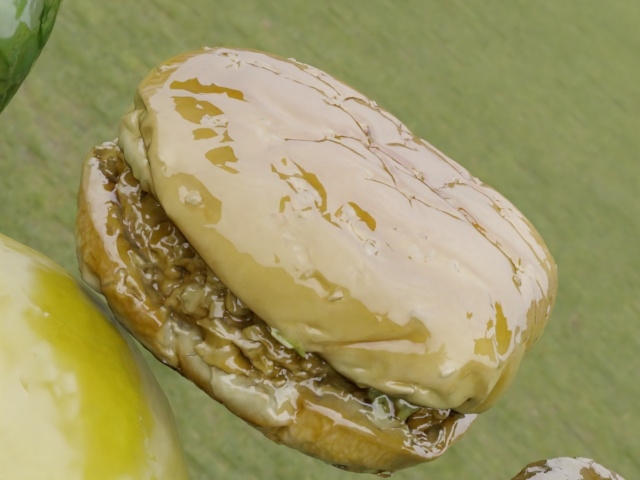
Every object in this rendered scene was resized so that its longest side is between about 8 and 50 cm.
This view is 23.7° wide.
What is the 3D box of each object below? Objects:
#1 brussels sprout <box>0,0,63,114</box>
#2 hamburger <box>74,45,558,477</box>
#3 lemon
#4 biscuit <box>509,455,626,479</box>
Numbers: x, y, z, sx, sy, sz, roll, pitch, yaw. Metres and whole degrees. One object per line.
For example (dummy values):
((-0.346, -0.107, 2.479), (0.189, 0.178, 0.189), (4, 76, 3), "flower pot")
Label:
((-0.169, -0.088, 0.577), (0.131, 0.183, 0.145), (21, 53, -36), "brussels sprout")
((0.000, 0.000, 0.945), (0.318, 0.158, 0.319), (29, 23, -13), "hamburger")
((-0.234, 0.160, 0.902), (0.348, 0.348, 0.348), (37, 19, -16), "lemon")
((0.150, 0.219, 0.786), (0.226, 0.042, 0.226), (29, 44, -33), "biscuit")
